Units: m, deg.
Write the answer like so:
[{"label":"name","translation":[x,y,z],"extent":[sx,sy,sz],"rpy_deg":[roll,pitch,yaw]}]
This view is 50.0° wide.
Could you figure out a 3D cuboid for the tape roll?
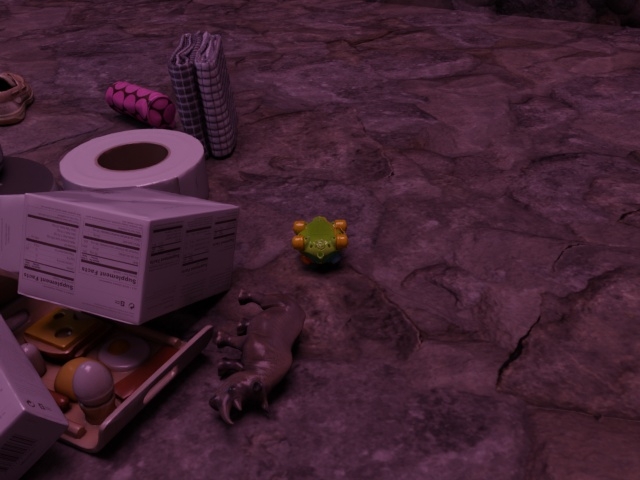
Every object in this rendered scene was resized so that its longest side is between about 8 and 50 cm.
[{"label":"tape roll","translation":[-0.369,-0.127,1.383],"extent":[0.286,0.100,0.286],"rpy_deg":[-1,31,1]}]

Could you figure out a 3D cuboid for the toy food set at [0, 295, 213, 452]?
[{"label":"toy food set","translation":[-0.332,0.146,0.940],"extent":[0.306,0.092,0.220],"rpy_deg":[15,35,24]}]

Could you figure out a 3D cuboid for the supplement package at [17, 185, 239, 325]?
[{"label":"supplement package","translation":[-0.274,0.009,1.024],"extent":[0.204,0.145,0.262],"rpy_deg":[11,10,18]}]

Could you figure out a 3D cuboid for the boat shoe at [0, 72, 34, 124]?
[{"label":"boat shoe","translation":[-0.852,-0.410,1.871],"extent":[0.109,0.098,0.302],"rpy_deg":[-9,32,-12]}]

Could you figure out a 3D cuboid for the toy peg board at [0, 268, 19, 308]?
[{"label":"toy peg board","translation":[-0.514,0.071,0.953],"extent":[0.161,0.160,0.079],"rpy_deg":[-36,84,-8]}]

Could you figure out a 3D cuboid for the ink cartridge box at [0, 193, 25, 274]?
[{"label":"ink cartridge box","translation":[-0.530,-0.004,1.122],"extent":[0.176,0.127,0.128],"rpy_deg":[-1,-4,2]}]

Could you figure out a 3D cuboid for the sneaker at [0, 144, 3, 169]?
[{"label":"sneaker","translation":[-0.694,-0.142,1.271],"extent":[0.152,0.114,0.305],"rpy_deg":[-12,27,3]}]

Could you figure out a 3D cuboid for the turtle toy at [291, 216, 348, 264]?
[{"label":"turtle toy","translation":[0.000,0.000,1.187],"extent":[0.095,0.066,0.130],"rpy_deg":[-1,31,1]}]

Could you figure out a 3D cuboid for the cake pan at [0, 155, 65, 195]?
[{"label":"cake pan","translation":[-0.649,-0.084,1.341],"extent":[0.293,0.054,0.293],"rpy_deg":[3,34,-2]}]

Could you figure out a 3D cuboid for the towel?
[{"label":"towel","translation":[-0.277,-0.347,1.615],"extent":[0.121,0.235,0.284],"rpy_deg":[-9,31,0]}]

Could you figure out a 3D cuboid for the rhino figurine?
[{"label":"rhino figurine","translation":[-0.087,0.155,0.933],"extent":[0.106,0.073,0.243],"rpy_deg":[2,33,12]}]

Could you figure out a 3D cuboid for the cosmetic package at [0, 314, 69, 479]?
[{"label":"cosmetic package","translation":[-0.413,0.174,0.823],"extent":[0.117,0.085,0.231],"rpy_deg":[-44,56,-5]}]

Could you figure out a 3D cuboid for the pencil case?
[{"label":"pencil case","translation":[-0.457,-0.342,1.753],"extent":[0.209,0.098,0.095],"rpy_deg":[28,87,38]}]
